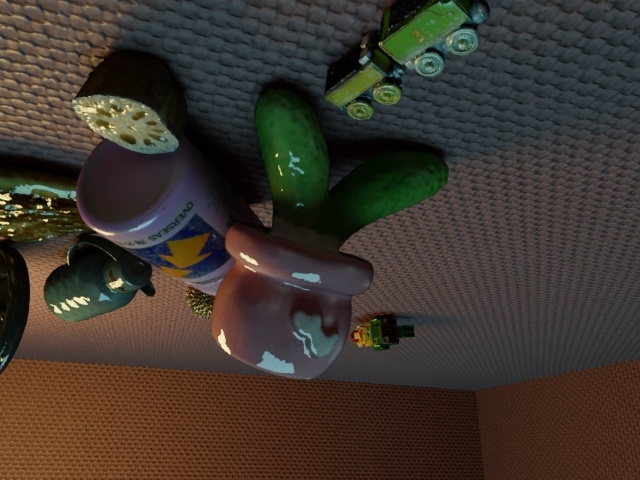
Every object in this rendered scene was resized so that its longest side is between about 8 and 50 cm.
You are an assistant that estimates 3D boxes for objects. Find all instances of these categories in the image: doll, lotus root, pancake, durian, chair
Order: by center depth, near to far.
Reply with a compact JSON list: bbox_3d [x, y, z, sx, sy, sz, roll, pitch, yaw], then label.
[{"bbox_3d":[-0.227,-0.164,0.615,0.112,0.081,0.122,-2,157,13],"label":"lotus root"},{"bbox_3d":[-0.507,-0.063,0.913,0.426,0.067,0.305,-5,163,12],"label":"pancake"},{"bbox_3d":[-0.827,0.120,0.966,0.364,0.362,0.410,-4,167,37],"label":"chair"},{"bbox_3d":[-0.252,0.141,1.270,0.158,0.137,0.168,-29,133,17],"label":"durian"},{"bbox_3d":[0.188,0.300,1.634,0.186,0.107,0.134,-18,161,38],"label":"doll"}]

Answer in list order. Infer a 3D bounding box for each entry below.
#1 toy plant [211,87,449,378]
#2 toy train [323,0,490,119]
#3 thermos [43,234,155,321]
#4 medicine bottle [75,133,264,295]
[{"bbox_3d":[0.000,0.006,0.723,0.316,0.357,0.210,18,177,-28],"label":"toy plant"},{"bbox_3d":[0.080,-0.200,0.543,0.081,0.060,0.202,27,147,-32],"label":"toy train"},{"bbox_3d":[-0.500,0.080,1.142,0.286,0.145,0.182,-20,115,36],"label":"thermos"},{"bbox_3d":[-0.210,-0.034,0.790,0.178,0.178,0.291,-6,155,16],"label":"medicine bottle"}]
